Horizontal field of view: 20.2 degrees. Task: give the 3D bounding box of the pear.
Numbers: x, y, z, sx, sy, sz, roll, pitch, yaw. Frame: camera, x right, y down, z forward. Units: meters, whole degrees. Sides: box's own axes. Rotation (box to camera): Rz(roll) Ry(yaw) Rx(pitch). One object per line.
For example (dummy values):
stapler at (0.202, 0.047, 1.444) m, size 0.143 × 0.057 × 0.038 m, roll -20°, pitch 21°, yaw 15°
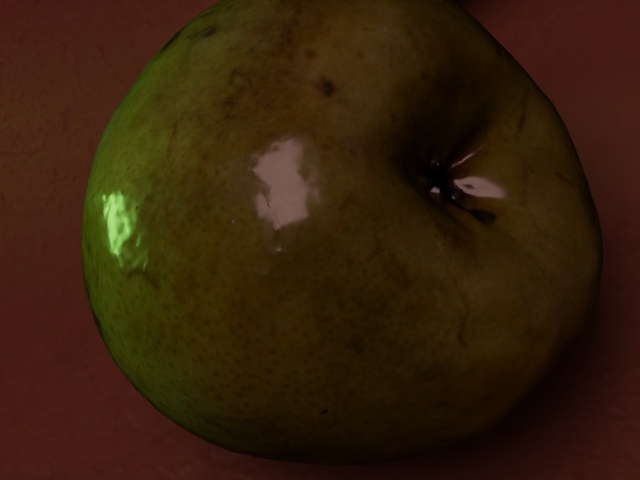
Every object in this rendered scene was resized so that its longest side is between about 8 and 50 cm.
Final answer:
pear at (0.000, 0.000, 1.079) m, size 0.304 × 0.304 × 0.304 m, roll -6°, pitch 69°, yaw 17°
